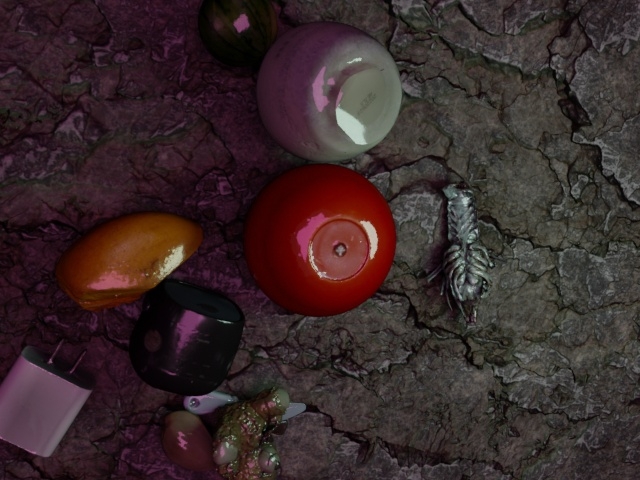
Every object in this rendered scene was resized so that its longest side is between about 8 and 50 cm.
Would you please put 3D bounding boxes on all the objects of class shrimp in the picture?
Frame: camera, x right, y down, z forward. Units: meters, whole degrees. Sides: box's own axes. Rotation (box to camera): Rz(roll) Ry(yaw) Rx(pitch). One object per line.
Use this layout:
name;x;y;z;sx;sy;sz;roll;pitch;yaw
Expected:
shrimp;0.398;0.047;1.664;0.222;0.166;0.410;-4;83;19

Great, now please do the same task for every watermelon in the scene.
watermelon;-0.202;-0.515;1.428;0.188;0.188;0.214;-41;88;-7

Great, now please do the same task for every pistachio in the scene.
pistachio;-0.331;0.508;1.537;0.124;0.124;0.185;-47;113;-6

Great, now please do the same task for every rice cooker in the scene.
rice cooker;-0.319;0.231;1.447;0.267;0.267;0.224;21;99;-16

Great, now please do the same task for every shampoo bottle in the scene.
shampoo bottle;0.017;-0.342;1.413;0.323;0.317;0.322;-6;103;-26

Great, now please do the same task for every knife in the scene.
knife;-0.199;0.447;1.610;0.332;0.044;0.080;14;92;-19

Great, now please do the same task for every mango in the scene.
mango;-0.438;0.041;1.428;0.350;0.201;0.199;-30;126;-18

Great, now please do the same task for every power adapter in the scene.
power adapter;-0.648;0.351;1.437;0.187;0.124;0.255;34;88;-16

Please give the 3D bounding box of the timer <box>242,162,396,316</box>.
timer;0.000;0.000;1.488;0.378;0.279;0.377;-2;98;-17

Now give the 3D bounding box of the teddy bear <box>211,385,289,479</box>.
teddy bear;-0.180;0.526;1.536;0.267;0.156;0.256;-30;110;-46
